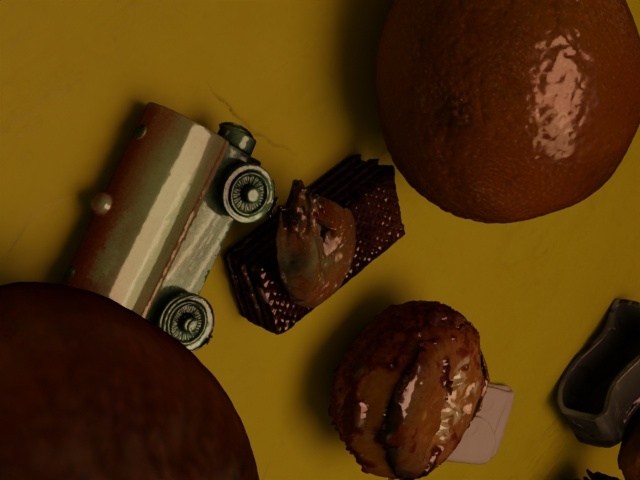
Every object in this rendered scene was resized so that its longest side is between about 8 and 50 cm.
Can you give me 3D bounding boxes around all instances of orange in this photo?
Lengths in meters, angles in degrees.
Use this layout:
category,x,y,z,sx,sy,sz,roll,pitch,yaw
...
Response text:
category,x,y,z,sx,sy,sz,roll,pitch,yaw
orange,0.222,-0.201,1.713,0.322,0.322,0.357,-26,122,-38

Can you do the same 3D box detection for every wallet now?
category,x,y,z,sx,sy,sz,roll,pitch,yaw
wallet,0.218,0.264,2.123,0.183,0.032,0.124,15,93,-48

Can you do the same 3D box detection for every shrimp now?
category,x,y,z,sx,sy,sz,roll,pitch,yaw
shrimp,-0.007,-0.005,1.628,0.115,0.051,0.217,-53,151,-23

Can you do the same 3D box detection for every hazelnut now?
category,x,y,z,sx,sy,sz,roll,pitch,yaw
hazelnut,-0.248,0.240,1.380,0.409,0.359,0.359,35,79,-28

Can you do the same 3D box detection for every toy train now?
category,x,y,z,sx,sy,sz,roll,pitch,yaw
toy train,-0.170,-0.007,1.540,0.177,0.116,0.285,29,86,-37

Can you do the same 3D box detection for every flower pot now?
category,x,y,z,sx,sy,sz,roll,pitch,yaw
flower pot,0.469,0.213,2.314,0.229,0.103,0.108,-52,138,-18

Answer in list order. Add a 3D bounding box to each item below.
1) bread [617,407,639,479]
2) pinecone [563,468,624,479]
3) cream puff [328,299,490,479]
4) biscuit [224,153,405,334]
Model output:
category,x,y,z,sx,sy,sz,roll,pitch,yaw
bread,0.547,0.287,2.390,0.084,0.124,0.344,52,29,-9
pinecone,0.437,0.472,2.335,0.184,0.179,0.204,33,85,-7
cream puff,0.106,0.191,1.876,0.240,0.164,0.240,-43,144,-42
biscuit,0.000,0.000,1.745,0.252,0.070,0.106,-38,132,-31
